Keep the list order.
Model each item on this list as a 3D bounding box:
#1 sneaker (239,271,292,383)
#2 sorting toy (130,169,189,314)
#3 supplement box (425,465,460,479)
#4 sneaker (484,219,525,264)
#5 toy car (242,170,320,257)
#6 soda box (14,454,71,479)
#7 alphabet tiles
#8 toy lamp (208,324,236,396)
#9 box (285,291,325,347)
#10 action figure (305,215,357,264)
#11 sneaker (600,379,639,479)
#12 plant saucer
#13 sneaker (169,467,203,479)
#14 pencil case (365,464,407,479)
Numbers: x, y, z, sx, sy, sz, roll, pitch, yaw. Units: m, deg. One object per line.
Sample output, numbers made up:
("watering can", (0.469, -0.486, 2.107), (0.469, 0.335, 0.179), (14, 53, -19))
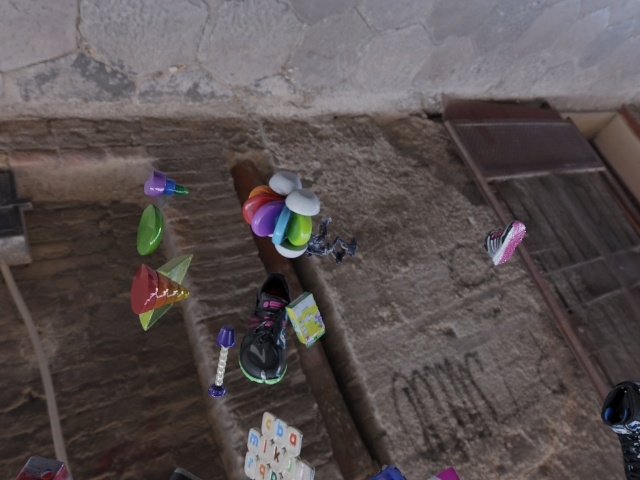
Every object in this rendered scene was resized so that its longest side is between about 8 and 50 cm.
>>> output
("sneaker", (-0.201, 0.309, 1.632), (0.186, 0.482, 0.202), (4, 130, -6))
("sorting toy", (-0.383, 0.006, 1.097), (0.126, 0.365, 0.127), (12, 158, -37))
("supplement box", (0.428, 0.887, 1.528), (0.111, 0.113, 0.220), (-22, 143, -11))
("sneaker", (0.456, -0.005, 1.103), (0.063, 0.074, 0.170), (-29, 151, -12))
("toy car", (-0.097, -0.056, 0.959), (0.136, 0.182, 0.159), (-6, 130, -38))
("soda box", (-0.689, 0.643, 1.098), (0.084, 0.092, 0.263), (16, 131, 0))
("alphabet tiles", (-0.121, 0.638, 1.213), (0.021, 0.277, 0.284), (8, 178, -42))
("toy lamp", (-0.377, 0.458, 1.674), (0.080, 0.080, 0.274), (1, 106, -49))
("box", (-0.050, 0.288, 1.573), (0.105, 0.179, 0.043), (-34, -156, -34))
("action figure", (0.000, 0.000, 1.687), (0.276, 0.140, 0.164), (18, 140, -34))
("sneaker", (0.546, 0.357, 0.770), (0.121, 0.216, 0.079), (15, 163, -25))
("plant saucer", (-0.444, 0.133, 1.233), (0.188, 0.045, 0.188), (-76, -169, -77))
("sneaker", (-0.387, 0.822, 1.362), (0.118, 0.222, 0.083), (-60, 175, -45))
("pencil case", (0.086, 0.655, 1.049), (0.306, 0.133, 0.119), (-21, 140, -9))
